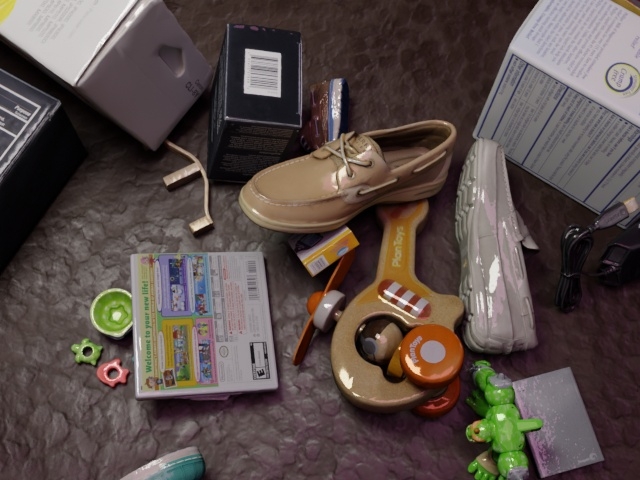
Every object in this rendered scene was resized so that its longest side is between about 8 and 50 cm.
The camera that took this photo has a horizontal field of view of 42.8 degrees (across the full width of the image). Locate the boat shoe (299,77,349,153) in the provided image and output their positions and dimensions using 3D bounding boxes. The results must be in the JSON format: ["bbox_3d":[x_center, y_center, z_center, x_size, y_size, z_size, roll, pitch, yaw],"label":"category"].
[{"bbox_3d":[0.006,-0.160,1.266,0.066,0.066,0.183,0,75,20],"label":"boat shoe"}]

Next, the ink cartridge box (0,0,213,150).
[{"bbox_3d":[-0.377,-0.325,1.171,0.384,0.279,0.160,35,87,15],"label":"ink cartridge box"}]

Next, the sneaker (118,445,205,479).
[{"bbox_3d":[-0.259,0.388,1.044,0.302,0.108,0.121,-36,76,-4],"label":"sneaker"}]

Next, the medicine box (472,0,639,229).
[{"bbox_3d":[0.396,-0.186,1.172,0.289,0.263,0.149,33,73,10],"label":"medicine box"}]

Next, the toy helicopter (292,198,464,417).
[{"bbox_3d":[0.089,0.072,1.168,0.235,0.140,0.355,3,59,9],"label":"toy helicopter"}]

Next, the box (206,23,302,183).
[{"bbox_3d":[-0.100,-0.191,1.188,0.108,0.207,0.153,4,71,-13],"label":"box"}]

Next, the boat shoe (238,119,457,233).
[{"bbox_3d":[0.043,-0.104,1.143,0.341,0.110,0.121,-18,54,-31],"label":"boat shoe"}]

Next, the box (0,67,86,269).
[{"bbox_3d":[-0.552,-0.114,1.169,0.296,0.183,0.294,29,73,7],"label":"box"}]

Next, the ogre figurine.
[{"bbox_3d":[0.240,0.253,1.091,0.097,0.118,0.197,12,70,3],"label":"ogre figurine"}]

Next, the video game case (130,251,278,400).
[{"bbox_3d":[-0.166,0.115,1.148,0.193,0.023,0.212,-1,64,-15],"label":"video game case"}]

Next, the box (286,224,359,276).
[{"bbox_3d":[0.000,0.000,1.180,0.081,0.136,0.028,-35,110,-1],"label":"box"}]

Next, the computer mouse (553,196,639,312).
[{"bbox_3d":[0.444,-0.010,1.167,0.262,0.184,0.060,-21,47,-6],"label":"computer mouse"}]

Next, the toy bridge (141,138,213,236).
[{"bbox_3d":[-0.211,-0.099,1.254,0.063,0.026,0.188,-27,73,-13],"label":"toy bridge"}]

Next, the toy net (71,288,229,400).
[{"bbox_3d":[-0.235,0.169,1.148,0.232,0.045,0.122,29,72,9],"label":"toy net"}]

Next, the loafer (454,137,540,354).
[{"bbox_3d":[0.260,0.006,1.189,0.111,0.112,0.319,2,78,-6],"label":"loafer"}]

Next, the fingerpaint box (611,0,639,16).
[{"bbox_3d":[0.613,-0.438,1.212,0.445,0.371,0.163,38,74,11],"label":"fingerpaint box"}]

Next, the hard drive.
[{"bbox_3d":[0.327,0.254,1.142,0.094,0.022,0.135,-14,72,-6],"label":"hard drive"}]
